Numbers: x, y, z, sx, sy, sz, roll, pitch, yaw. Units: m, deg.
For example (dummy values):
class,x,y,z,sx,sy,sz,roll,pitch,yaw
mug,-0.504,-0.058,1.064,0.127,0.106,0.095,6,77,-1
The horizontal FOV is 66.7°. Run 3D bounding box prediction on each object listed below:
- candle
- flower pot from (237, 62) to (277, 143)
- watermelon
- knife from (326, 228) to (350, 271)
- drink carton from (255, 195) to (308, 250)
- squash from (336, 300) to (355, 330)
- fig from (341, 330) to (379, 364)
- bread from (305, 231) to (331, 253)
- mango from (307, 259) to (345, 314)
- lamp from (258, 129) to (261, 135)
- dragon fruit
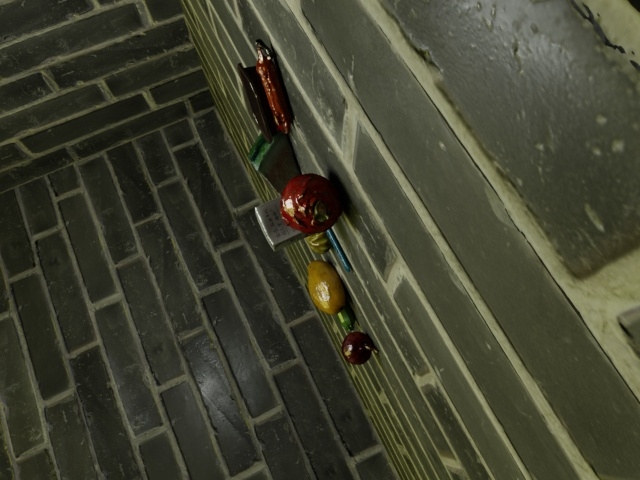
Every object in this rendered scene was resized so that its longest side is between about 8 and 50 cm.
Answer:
class,x,y,z,sx,sy,sz,roll,pitch,yaw
candle,-0.137,-0.438,1.411,0.084,0.059,0.302,38,155,41
flower pot,-0.176,-0.444,1.550,0.179,0.084,0.251,58,170,35
watermelon,-0.174,-0.274,1.773,0.302,0.151,0.264,69,170,-20
knife,0.031,-0.024,1.654,0.297,0.026,0.044,63,159,15
drink carton,-0.075,-0.075,1.490,0.134,0.222,0.102,64,171,9
squash,0.083,0.273,2.015,0.219,0.068,0.077,64,151,12
fig,0.146,0.423,1.869,0.150,0.128,0.129,-127,14,-64
bread,0.000,0.000,1.766,0.094,0.083,0.157,49,165,18
mango,0.012,0.181,1.952,0.262,0.108,0.157,55,135,33
lamp,-0.205,-0.415,1.999,0.050,0.056,0.198,63,-178,9
dragon fruit,-0.027,-0.097,1.326,0.173,0.172,0.209,65,170,1
